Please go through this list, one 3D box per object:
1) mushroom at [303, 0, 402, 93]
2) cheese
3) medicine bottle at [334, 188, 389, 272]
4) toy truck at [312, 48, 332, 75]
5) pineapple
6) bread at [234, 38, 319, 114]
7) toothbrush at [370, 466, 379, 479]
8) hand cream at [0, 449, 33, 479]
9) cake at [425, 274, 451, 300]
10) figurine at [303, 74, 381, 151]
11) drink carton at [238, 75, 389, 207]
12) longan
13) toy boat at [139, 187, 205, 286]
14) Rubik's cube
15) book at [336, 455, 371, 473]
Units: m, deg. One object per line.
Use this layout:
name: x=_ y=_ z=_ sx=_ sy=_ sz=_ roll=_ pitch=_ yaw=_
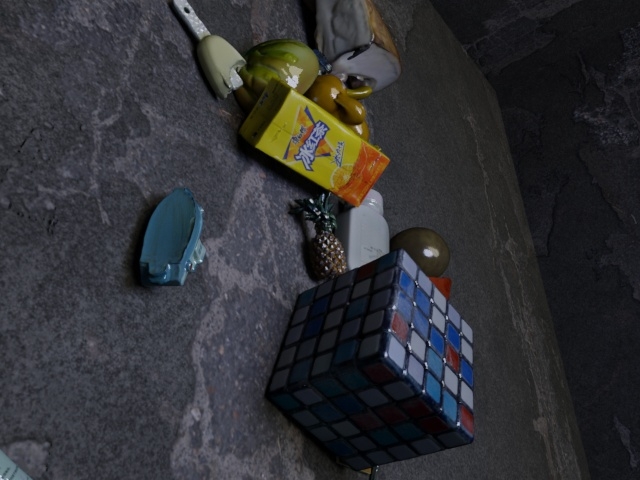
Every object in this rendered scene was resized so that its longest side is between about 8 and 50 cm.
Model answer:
mushroom: x=0.098 y=-0.684 z=1.776 sx=0.313 sy=0.224 sz=0.397 roll=1 pitch=69 yaw=-54
cheese: x=-0.247 y=-0.430 z=1.261 sx=0.235 sy=0.049 sz=0.127 roll=52 pitch=41 yaw=-12
medicine bottle: x=0.106 y=0.009 z=1.469 sx=0.161 sy=0.111 sz=0.296 roll=34 pitch=46 yaw=-35
toy truck: x=-0.042 y=-0.469 z=1.583 sx=0.088 sy=0.074 sz=0.202 roll=52 pitch=34 yaw=-8
pineapple: x=0.000 y=0.000 z=1.335 sx=0.083 sy=0.103 sz=0.221 roll=4 pitch=72 yaw=-67
bread: x=-0.094 y=-0.412 z=1.380 sx=0.158 sy=0.156 sz=0.261 roll=54 pitch=34 yaw=-24
toothbrush: x=0.144 y=0.466 z=1.319 sx=0.297 sy=0.030 sz=0.030 roll=-70 pitch=155 yaw=-49
hand cream: x=-0.370 y=0.265 z=0.637 sx=0.331 sy=0.058 sz=0.085 roll=55 pitch=36 yaw=-20
cake: x=0.241 y=0.135 z=1.550 sx=0.160 sy=0.158 sz=0.262 roll=60 pitch=30 yaw=-15
figurine: x=0.047 y=-0.324 z=1.527 sx=0.215 sy=0.215 sz=0.228 roll=-24 pitch=115 yaw=-58
drink carton: x=-0.006 y=-0.223 z=1.351 sx=0.351 sy=0.155 sz=0.111 roll=26 pitch=11 yaw=-40
longan: x=0.275 y=0.038 z=1.659 sx=0.184 sy=0.204 sz=0.159 roll=9 pitch=98 yaw=-17
toy boat: x=-0.247 y=0.002 z=0.984 sx=0.102 sy=0.088 sz=0.215 roll=84 pitch=7 yaw=-54
Rubik's cube: x=0.113 y=0.242 z=1.151 sx=0.287 sy=0.292 sz=0.293 roll=47 pitch=34 yaw=-23
book: x=0.075 y=0.413 z=1.260 sx=0.118 sy=0.012 sz=0.172 roll=37 pitch=43 yaw=-39
